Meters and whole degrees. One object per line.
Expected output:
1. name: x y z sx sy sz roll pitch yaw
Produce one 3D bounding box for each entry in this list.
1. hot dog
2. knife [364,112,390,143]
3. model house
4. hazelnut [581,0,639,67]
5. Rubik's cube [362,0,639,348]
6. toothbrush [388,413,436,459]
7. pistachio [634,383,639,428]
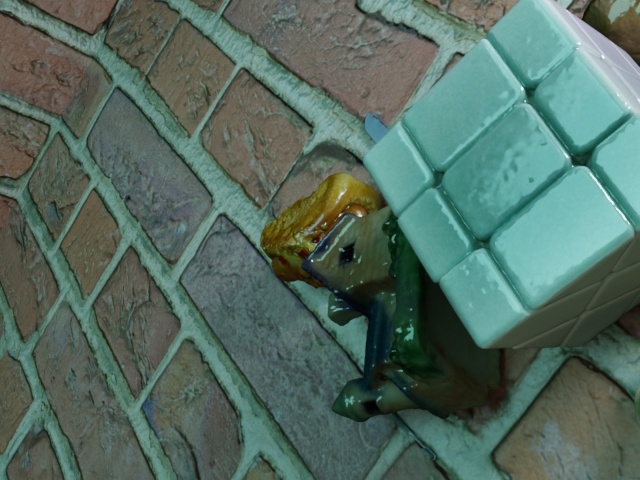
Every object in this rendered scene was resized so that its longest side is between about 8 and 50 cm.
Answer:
1. hot dog: 0.000 0.000 1.584 0.256 0.150 0.153 -36 40 31
2. knife: 0.148 -0.154 1.582 0.044 0.019 0.313 -46 45 13
3. model house: 0.109 0.116 1.334 0.280 0.245 0.312 -18 51 37
4. hazelnut: 0.457 -0.323 1.243 0.154 0.143 0.143 -37 48 52
5. Rubik's cube: 0.309 -0.070 1.102 0.322 0.318 0.316 -45 61 26
6. toothbrush: 0.136 0.308 1.397 0.167 0.014 0.011 41 113 47
7. pistachio: 0.465 0.233 0.986 0.152 0.126 0.223 -18 55 -12
